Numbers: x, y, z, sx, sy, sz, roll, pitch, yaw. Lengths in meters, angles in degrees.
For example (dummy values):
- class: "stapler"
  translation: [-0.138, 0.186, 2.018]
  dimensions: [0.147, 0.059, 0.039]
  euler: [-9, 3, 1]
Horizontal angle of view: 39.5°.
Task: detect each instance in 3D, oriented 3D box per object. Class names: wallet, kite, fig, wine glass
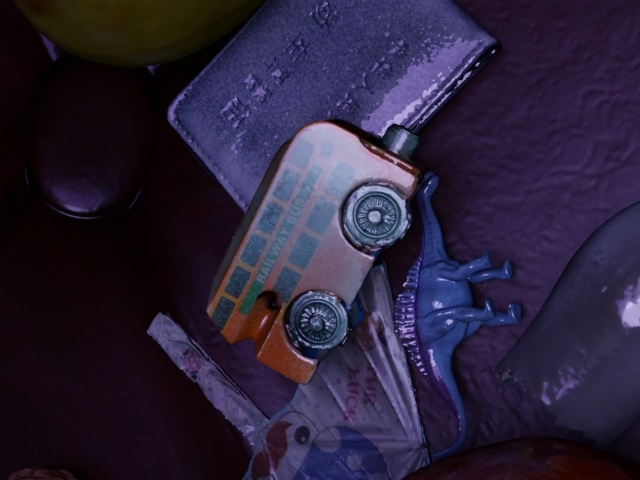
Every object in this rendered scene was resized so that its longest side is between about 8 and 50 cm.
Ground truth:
- class: "wallet"
  translation: [0.000, -0.113, 0.655]
  dimensions: [0.222, 0.036, 0.167]
  euler: [-46, 69, 15]
- class: "kite"
  translation: [-0.029, 0.162, 0.662]
  dimensions: [0.314, 0.011, 0.335]
  euler: [37, 102, 23]
- class: "fig"
  translation: [-0.104, -0.250, 0.619]
  dimensions: [0.271, 0.239, 0.239]
  euler: [-14, 80, 1]
- class: "wine glass"
  translation: [0.203, 0.022, 0.512]
  dimensions: [0.103, 0.103, 0.222]
  euler: [43, 105, 22]

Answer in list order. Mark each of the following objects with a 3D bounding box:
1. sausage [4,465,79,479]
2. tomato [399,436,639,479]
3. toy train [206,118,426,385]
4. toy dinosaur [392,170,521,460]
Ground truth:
- class: "sausage"
  translation: [-0.309, 0.368, 0.736]
  dimensions: [0.094, 0.094, 0.419]
  euler: [32, 99, 2]
- class: "tomato"
  translation: [0.115, 0.222, 0.448]
  dimensions: [0.265, 0.265, 0.265]
  euler: [-2, 85, 26]
- class: "toy train"
  translation: [0.000, 0.000, 0.600]
  dimensions: [0.099, 0.072, 0.188]
  euler: [29, 104, 7]
- class: "toy dinosaur"
  translation: [0.088, 0.046, 0.598]
  dimensions: [0.080, 0.045, 0.197]
  euler: [-12, 74, 38]
